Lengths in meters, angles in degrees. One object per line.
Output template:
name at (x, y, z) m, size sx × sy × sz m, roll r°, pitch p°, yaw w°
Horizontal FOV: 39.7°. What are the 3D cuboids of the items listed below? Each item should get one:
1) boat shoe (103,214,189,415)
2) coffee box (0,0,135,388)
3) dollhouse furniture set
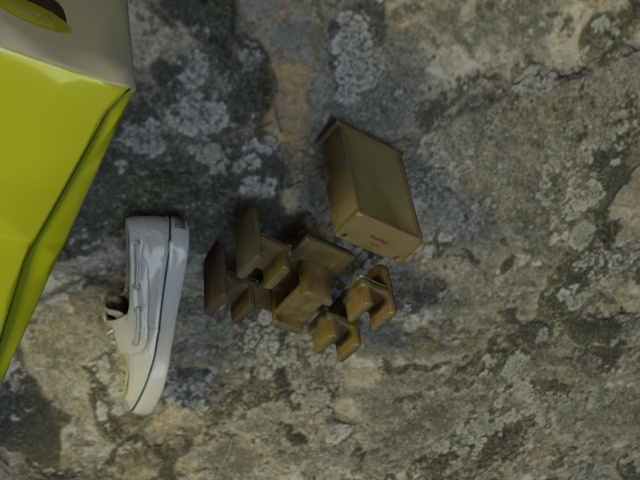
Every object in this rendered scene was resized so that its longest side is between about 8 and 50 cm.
boat shoe at (-0.221, 0.089, 1.071) m, size 0.084 × 0.095 × 0.258 m, roll 7°, pitch 104°, yaw -20°
coffee box at (-0.368, -0.125, 0.697) m, size 0.337 × 0.334 × 0.338 m, roll 15°, pitch 126°, yaw -27°
dollhouse furniture set at (0.000, 0.000, 1.100) m, size 0.212 × 0.161 × 0.242 m, roll 23°, pitch 129°, yaw -29°
